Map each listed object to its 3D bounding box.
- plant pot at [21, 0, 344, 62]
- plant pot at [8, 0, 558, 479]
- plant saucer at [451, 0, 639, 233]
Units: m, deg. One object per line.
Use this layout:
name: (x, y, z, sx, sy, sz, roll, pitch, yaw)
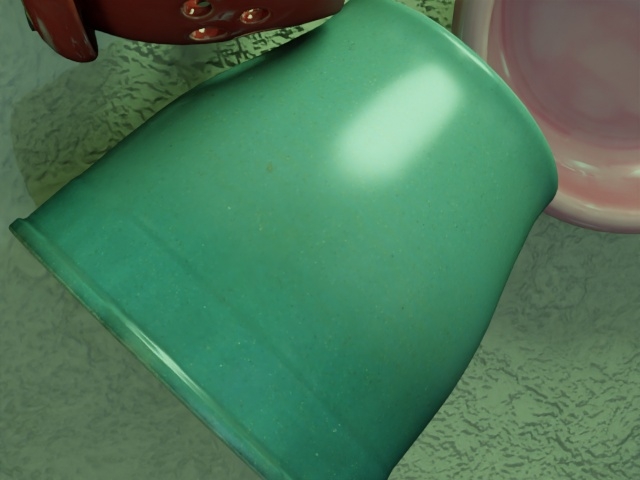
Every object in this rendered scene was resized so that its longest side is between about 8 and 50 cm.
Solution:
plant pot: (-0.091, -0.197, 0.589, 0.174, 0.191, 0.191, -16, 114, -7)
plant pot: (0.000, 0.000, 0.661, 0.255, 0.272, 0.271, -45, 116, -10)
plant saucer: (0.244, -0.161, 0.725, 0.332, 0.084, 0.332, -6, 125, -8)
